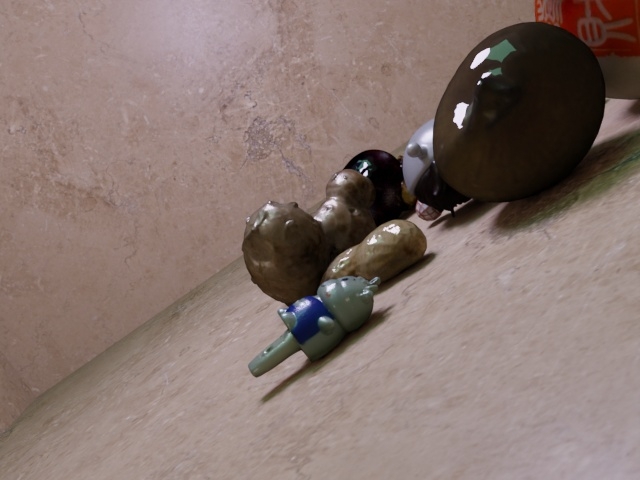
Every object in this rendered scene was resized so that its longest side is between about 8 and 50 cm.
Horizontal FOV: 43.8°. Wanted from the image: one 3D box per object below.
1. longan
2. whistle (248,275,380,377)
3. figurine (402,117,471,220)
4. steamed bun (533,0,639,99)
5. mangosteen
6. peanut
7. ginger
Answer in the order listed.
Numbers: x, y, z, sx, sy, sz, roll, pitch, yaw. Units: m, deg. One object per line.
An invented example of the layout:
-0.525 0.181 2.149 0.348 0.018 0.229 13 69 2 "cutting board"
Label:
0.305 -0.193 1.246 0.300 0.243 0.300 -45 -27 -30 "longan"
-0.009 0.126 1.220 0.244 0.092 0.110 -34 12 -5 "whistle"
0.270 -0.164 1.537 0.281 0.167 0.370 -51 -10 27 "figurine"
0.498 -0.420 1.304 0.241 0.374 0.374 2 -12 -29 "steamed bun"
0.152 -0.126 1.866 0.231 0.194 0.194 -10 8 0 "mangosteen"
0.085 0.040 1.391 0.228 0.085 0.104 -33 18 28 "peanut"
0.000 0.000 1.512 0.304 0.244 0.155 -33 26 -33 "ginger"
